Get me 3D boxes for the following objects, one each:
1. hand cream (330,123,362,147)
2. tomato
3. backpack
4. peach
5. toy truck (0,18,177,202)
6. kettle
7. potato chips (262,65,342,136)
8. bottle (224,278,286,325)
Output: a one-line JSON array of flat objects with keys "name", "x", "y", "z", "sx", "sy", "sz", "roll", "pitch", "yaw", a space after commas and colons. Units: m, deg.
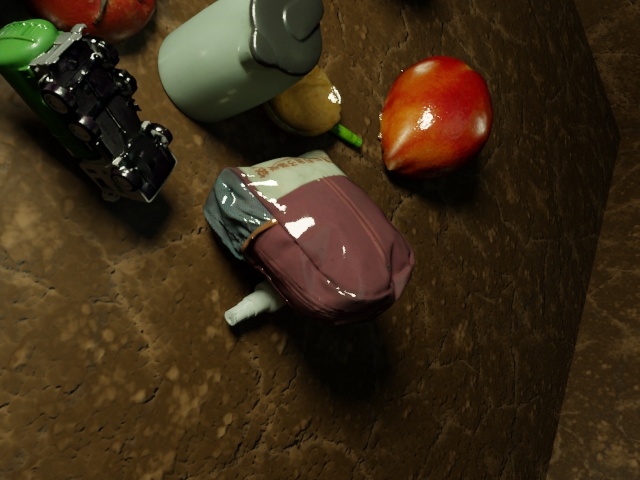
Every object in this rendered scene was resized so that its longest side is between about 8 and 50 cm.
[{"name": "hand cream", "x": 0.040, "y": -0.233, "z": 1.074, "sx": 0.122, "sy": 0.023, "sz": 0.036, "roll": 24, "pitch": 72, "yaw": -37}, {"name": "tomato", "x": -0.313, "y": -0.395, "z": 0.688, "sx": 0.228, "sy": 0.101, "sz": 0.227, "roll": 9, "pitch": 77, "yaw": -47}, {"name": "backpack", "x": 0.000, "y": 0.000, "z": 0.837, "sx": 0.317, "sy": 0.197, "sz": 0.283, "roll": 47, "pitch": 44, "yaw": 17}, {"name": "peach", "x": 0.288, "y": -0.289, "z": 1.200, "sx": 0.257, "sy": 0.201, "sz": 0.361, "roll": 56, "pitch": 51, "yaw": -26}, {"name": "toy truck", "x": -0.290, "y": -0.155, "z": 0.634, "sx": 0.242, "sy": 0.125, "sz": 0.101, "roll": 66, "pitch": 39, "yaw": -50}, {"name": "kettle", "x": -0.105, "y": -0.306, "z": 0.785, "sx": 0.161, "sy": 0.237, "sz": 0.221, "roll": 55, "pitch": 51, "yaw": -25}, {"name": "potato chips", "x": -0.038, "y": -0.271, "z": 0.981, "sx": 0.202, "sy": 0.049, "sz": 0.150, "roll": -38, "pitch": 107, "yaw": -38}, {"name": "bottle", "x": -0.078, "y": 0.091, "z": 0.895, "sx": 0.217, "sy": 0.060, "sz": 0.060, "roll": -27, "pitch": 104, "yaw": -42}]
